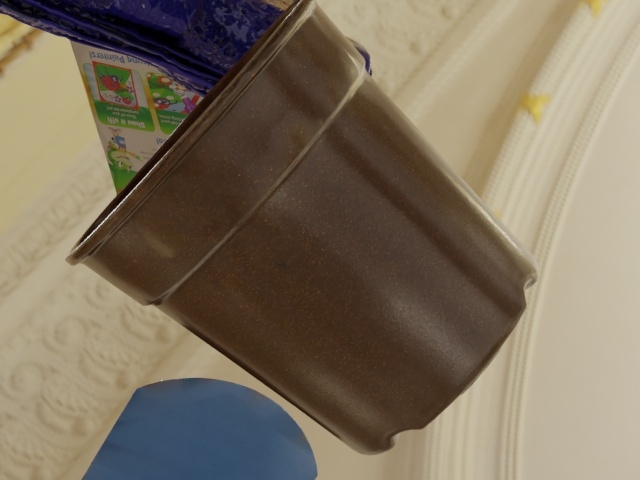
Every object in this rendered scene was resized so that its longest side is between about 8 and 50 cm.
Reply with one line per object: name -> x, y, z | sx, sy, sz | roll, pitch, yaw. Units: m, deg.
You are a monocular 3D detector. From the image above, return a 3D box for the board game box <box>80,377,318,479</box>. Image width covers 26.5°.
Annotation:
board game box -> -0.085, 0.154, 0.854 | 0.168, 0.133, 0.033 | -58, -157, 14

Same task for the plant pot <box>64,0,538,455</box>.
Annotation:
plant pot -> 0.000, 0.000, 0.625 | 0.167, 0.165, 0.167 | -47, -172, 9

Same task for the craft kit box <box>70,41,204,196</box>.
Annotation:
craft kit box -> -0.121, -0.129, 1.361 | 0.250, 0.246, 0.061 | 12, -141, 28

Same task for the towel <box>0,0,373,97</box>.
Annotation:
towel -> -0.134, -0.160, 0.805 | 0.076, 0.308, 0.227 | -62, -158, 12
